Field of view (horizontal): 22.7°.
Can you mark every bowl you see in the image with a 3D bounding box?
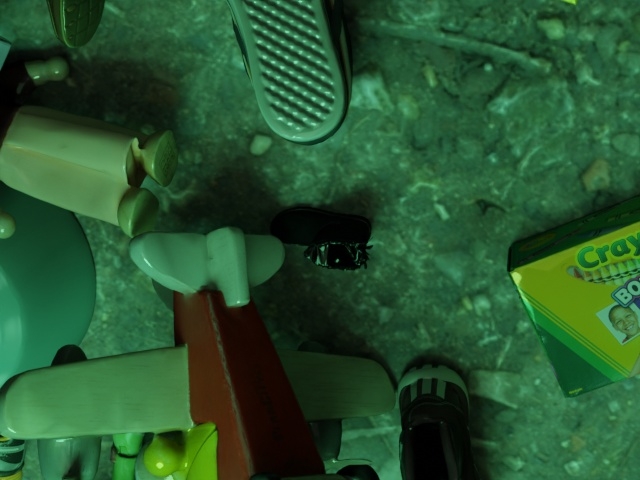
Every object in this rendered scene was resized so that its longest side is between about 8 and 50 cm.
[{"bbox_3d":[-0.420,0.066,1.775,0.312,0.163,0.311,2,111,6],"label":"bowl"}]

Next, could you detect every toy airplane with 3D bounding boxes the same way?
[{"bbox_3d":[-0.117,0.175,1.662,0.386,0.384,0.272,37,130,-10],"label":"toy airplane"}]

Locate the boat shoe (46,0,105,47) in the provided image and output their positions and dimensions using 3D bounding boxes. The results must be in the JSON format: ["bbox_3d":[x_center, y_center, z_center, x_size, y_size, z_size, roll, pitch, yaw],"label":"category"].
[{"bbox_3d":[-0.268,-0.293,1.674,0.060,0.064,0.178,14,115,35],"label":"boat shoe"}]

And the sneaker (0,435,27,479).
[{"bbox_3d":[-0.445,0.219,1.885,0.215,0.084,0.083,20,113,-12],"label":"sneaker"}]

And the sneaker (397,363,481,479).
[{"bbox_3d":[0.131,0.293,1.788,0.106,0.162,0.281,-10,109,11],"label":"sneaker"}]

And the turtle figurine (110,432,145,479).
[{"bbox_3d":[-0.184,0.320,1.859,0.275,0.198,0.266,13,91,-32],"label":"turtle figurine"}]

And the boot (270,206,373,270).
[{"bbox_3d":[0.000,0.000,1.725,0.121,0.099,0.045,4,110,6],"label":"boot"}]

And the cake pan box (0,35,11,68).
[{"bbox_3d":[-0.480,-0.149,1.669,0.267,0.070,0.245,24,94,17],"label":"cake pan box"}]

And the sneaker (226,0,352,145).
[{"bbox_3d":[-0.038,-0.252,1.630,0.126,0.127,0.321,-6,86,4],"label":"sneaker"}]

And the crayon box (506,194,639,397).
[{"bbox_3d":[0.359,0.039,1.702,0.278,0.081,0.165,-22,106,15],"label":"crayon box"}]

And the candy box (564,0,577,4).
[{"bbox_3d":[0.181,-0.320,1.615,0.206,0.027,0.105,18,116,0],"label":"candy box"}]

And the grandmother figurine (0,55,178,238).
[{"bbox_3d":[-0.327,-0.109,1.701,0.342,0.207,0.104,14,153,14],"label":"grandmother figurine"}]
